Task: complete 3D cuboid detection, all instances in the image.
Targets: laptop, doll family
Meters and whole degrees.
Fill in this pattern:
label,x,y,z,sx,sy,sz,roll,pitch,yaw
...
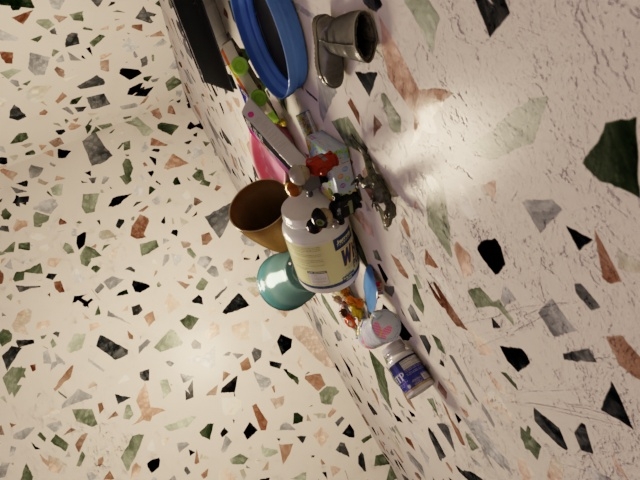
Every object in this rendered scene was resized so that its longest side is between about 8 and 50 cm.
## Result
label,x,y,z,sx,sy,sz,roll,pitch,yaw
laptop,-0.385,-0.796,1.773,0.237,0.407,0.381,2,130,23
doll family,0.135,0.278,2.011,0.163,0.118,0.263,56,-179,-14

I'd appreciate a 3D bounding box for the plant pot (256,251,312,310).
label,x,y,z,sx,sy,sz,roll,pitch,yaw
plant pot,-0.112,0.155,2.088,0.271,0.272,0.255,62,152,3

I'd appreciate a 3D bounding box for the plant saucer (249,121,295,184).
label,x,y,z,sx,sy,sz,roll,pitch,yaw
plant saucer,-0.183,-0.343,1.926,0.332,0.084,0.331,45,145,44

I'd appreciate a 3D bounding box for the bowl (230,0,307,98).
label,x,y,z,sx,sy,sz,roll,pitch,yaw
bowl,-0.155,-0.623,1.435,0.391,0.077,0.391,57,165,24

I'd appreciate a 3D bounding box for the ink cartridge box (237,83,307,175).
label,x,y,z,sx,sy,sz,roll,pitch,yaw
ink cartridge box,-0.162,-0.339,1.602,0.370,0.069,0.176,50,175,7

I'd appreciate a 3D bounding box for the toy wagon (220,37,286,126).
label,x,y,z,sx,sy,sz,roll,pitch,yaw
toy wagon,-0.232,-0.542,1.701,0.344,0.068,0.267,59,-172,-27

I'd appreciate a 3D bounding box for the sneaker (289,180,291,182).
label,x,y,z,sx,sy,sz,roll,pitch,yaw
sneaker,-0.024,-0.104,1.878,0.147,0.130,0.329,16,136,52

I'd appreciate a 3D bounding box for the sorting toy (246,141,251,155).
label,x,y,z,sx,sy,sz,roll,pitch,yaw
sorting toy,-0.265,-0.354,2.411,0.229,0.041,0.307,23,139,62

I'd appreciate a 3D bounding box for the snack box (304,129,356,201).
label,x,y,z,sx,sy,sz,roll,pitch,yaw
snack box,0.036,-0.218,1.502,0.174,0.070,0.206,46,156,51

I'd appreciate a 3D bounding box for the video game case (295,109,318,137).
label,x,y,z,sx,sy,sz,roll,pitch,yaw
video game case,-0.030,-0.349,1.612,0.166,0.015,0.119,66,165,-14

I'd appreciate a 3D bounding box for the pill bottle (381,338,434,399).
label,x,y,z,sx,sy,sz,roll,pitch,yaw
pill bottle,0.299,0.446,1.681,0.186,0.112,0.112,56,164,26

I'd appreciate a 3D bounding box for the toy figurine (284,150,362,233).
label,x,y,z,sx,sy,sz,roll,pitch,yaw
toy figurine,-0.004,-0.126,1.375,0.212,0.148,0.209,61,163,2

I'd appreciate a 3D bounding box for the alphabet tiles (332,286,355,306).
label,x,y,z,sx,sy,sz,roll,pitch,yaw
alphabet tiles,0.068,0.184,2.240,0.284,0.011,0.342,64,166,-3

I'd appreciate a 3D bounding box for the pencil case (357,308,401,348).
label,x,y,z,sx,sy,sz,roll,pitch,yaw
pencil case,0.211,0.329,1.780,0.273,0.114,0.124,113,134,-72

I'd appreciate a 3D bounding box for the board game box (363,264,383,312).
label,x,y,z,sx,sy,sz,roll,pitch,yaw
board game box,0.190,0.170,1.701,0.133,0.033,0.168,102,163,-48

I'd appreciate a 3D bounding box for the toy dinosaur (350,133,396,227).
label,x,y,z,sx,sy,sz,roll,pitch,yaw
toy dinosaur,0.137,-0.151,1.300,0.268,0.064,0.118,65,163,13

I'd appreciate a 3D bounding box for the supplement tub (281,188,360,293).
label,x,y,z,sx,sy,sz,roll,pitch,yaw
supplement tub,0.000,0.000,1.687,0.235,0.236,0.324,46,158,50

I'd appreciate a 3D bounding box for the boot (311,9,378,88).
label,x,y,z,sx,sy,sz,roll,pitch,yaw
boot,0.059,-0.420,1.079,0.209,0.076,0.189,35,152,49

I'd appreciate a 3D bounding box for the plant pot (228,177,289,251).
label,x,y,z,sx,sy,sz,roll,pitch,yaw
plant pot,-0.183,-0.066,1.829,0.237,0.237,0.254,52,176,37
